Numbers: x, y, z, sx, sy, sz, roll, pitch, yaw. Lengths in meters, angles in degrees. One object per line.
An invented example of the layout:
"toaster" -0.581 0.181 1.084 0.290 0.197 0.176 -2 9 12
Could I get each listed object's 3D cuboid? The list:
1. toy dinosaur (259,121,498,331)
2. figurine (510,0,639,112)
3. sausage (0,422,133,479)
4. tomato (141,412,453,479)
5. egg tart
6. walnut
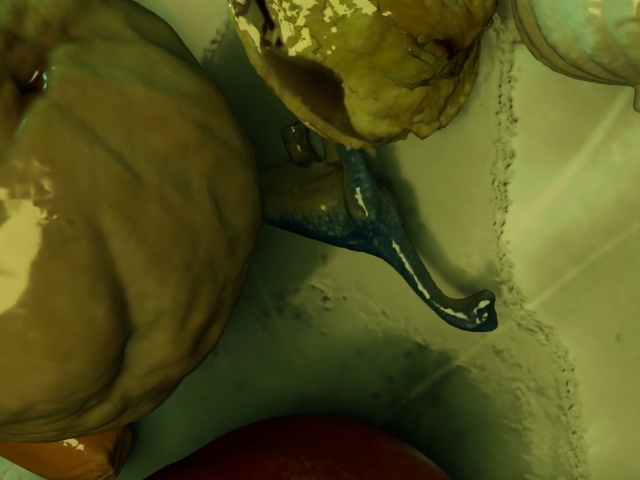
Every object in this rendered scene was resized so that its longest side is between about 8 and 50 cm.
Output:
"toy dinosaur" 0.000 0.000 0.796 0.247 0.075 0.188 -13 100 27
"figurine" 0.168 -0.247 0.671 0.204 0.185 0.332 -43 84 22
"sausage" -0.279 0.113 0.858 0.274 0.105 0.105 30 103 8
"tomato" -0.028 0.283 0.724 0.325 0.293 0.290 -24 88 34
"egg tart" 0.040 -0.178 0.684 0.106 0.241 0.241 -12 97 47
"walnut" -0.219 -0.023 0.676 0.381 0.381 0.381 2 99 12
